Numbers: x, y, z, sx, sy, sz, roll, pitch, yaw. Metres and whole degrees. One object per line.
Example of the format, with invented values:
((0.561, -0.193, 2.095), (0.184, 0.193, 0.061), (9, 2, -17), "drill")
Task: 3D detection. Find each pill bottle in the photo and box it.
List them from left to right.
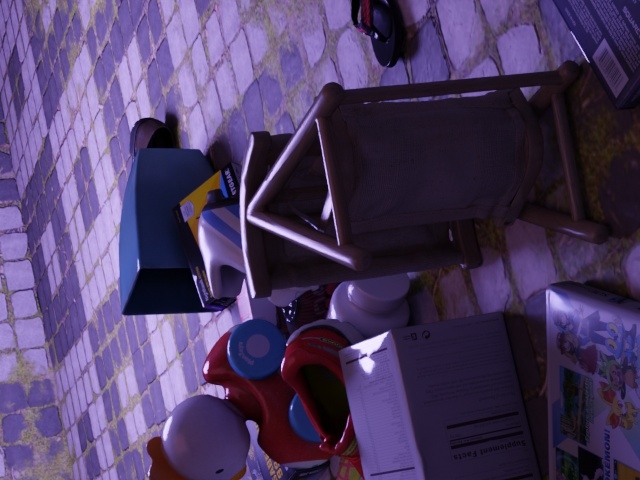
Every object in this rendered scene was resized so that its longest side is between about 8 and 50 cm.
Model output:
((0.051, 0.101, 1.488), (0.169, 0.094, 0.094), (105, 147, -42), "pill bottle")

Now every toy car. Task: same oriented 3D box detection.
((-0.108, 0.249, 1.623), (0.210, 0.238, 0.219), (45, 166, 6), "toy car")

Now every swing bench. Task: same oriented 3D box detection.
((0.080, -0.050, 1.179), (0.255, 0.253, 0.165), (163, 99, -66), "swing bench")

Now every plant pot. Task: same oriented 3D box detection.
((-0.237, -0.022, 2.031), (0.165, 0.166, 0.234), (122, 141, -55), "plant pot")

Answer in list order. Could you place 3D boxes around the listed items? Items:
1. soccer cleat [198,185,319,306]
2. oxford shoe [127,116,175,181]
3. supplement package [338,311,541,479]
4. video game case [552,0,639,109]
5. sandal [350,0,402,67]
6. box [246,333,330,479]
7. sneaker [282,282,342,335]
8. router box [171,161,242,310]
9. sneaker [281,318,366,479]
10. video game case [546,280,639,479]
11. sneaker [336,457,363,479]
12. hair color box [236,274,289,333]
((0.000, 0.000, 1.441), (0.331, 0.116, 0.143), (-8, 83, 38), "soccer cleat")
((-0.288, -0.097, 2.217), (0.096, 0.083, 0.227), (16, 113, 60), "oxford shoe")
((0.126, 0.211, 1.302), (0.139, 0.134, 0.244), (150, 111, -64), "supplement package")
((0.258, -0.264, 0.996), (0.274, 0.026, 0.196), (116, 140, -50), "video game case")
((0.052, -0.276, 1.438), (0.067, 0.040, 0.179), (142, 117, -63), "sandal")
((-0.070, 0.258, 1.860), (0.183, 0.056, 0.231), (122, 135, -55), "box")
((-0.038, 0.010, 1.616), (0.097, 0.135, 0.276), (42, 136, 53), "sneaker")
((-0.138, -0.005, 1.871), (0.133, 0.046, 0.179), (-37, 58, 25), "router box")
((0.046, 0.220, 1.400), (0.107, 0.118, 0.279), (-38, 90, 27), "sneaker")
((0.288, 0.221, 1.063), (0.300, 0.036, 0.329), (-159, 63, -63), "video game case")
((0.056, 0.276, 1.562), (0.208, 0.081, 0.094), (-60, 42, 38), "sneaker")
((-0.071, 0.046, 1.750), (0.053, 0.093, 0.167), (148, 111, -65), "hair color box")
